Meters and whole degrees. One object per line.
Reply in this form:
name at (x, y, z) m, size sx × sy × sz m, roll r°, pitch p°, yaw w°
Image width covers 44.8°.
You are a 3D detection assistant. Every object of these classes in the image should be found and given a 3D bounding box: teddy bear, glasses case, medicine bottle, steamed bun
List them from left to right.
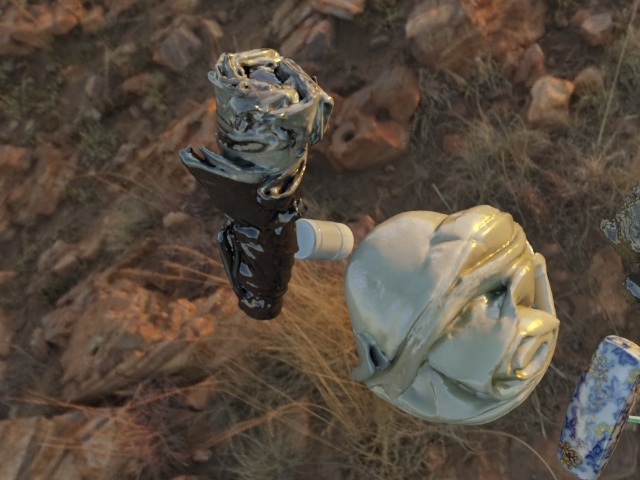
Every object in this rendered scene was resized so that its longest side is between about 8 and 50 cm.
medicine bottle at (0.000, 0.000, 1.129) m, size 0.058 × 0.091 × 0.058 m, roll -3°, pitch 85°, yaw 38°
steamed bun at (0.137, 0.080, 0.723) m, size 0.211 × 0.218 × 0.144 m, roll -17°, pitch 25°, yaw -27°
glasses case at (0.444, 0.268, 1.233) m, size 0.087 × 0.065 × 0.248 m, roll 34°, pitch 123°, yaw 43°
teddy bear at (0.481, 0.034, 1.008) m, size 0.182 × 0.129 × 0.251 m, roll -47°, pitch 71°, yaw 14°

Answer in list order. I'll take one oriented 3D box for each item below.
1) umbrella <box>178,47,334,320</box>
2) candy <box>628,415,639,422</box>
umbrella at (-0.064, -0.025, 0.778) m, size 0.113 × 0.358 × 0.106 m, roll 36°, pitch 57°, yaw 21°
candy at (0.769, 0.380, 1.573) m, size 0.335 × 0.092 × 0.093 m, roll 2°, pitch 75°, yaw 37°
